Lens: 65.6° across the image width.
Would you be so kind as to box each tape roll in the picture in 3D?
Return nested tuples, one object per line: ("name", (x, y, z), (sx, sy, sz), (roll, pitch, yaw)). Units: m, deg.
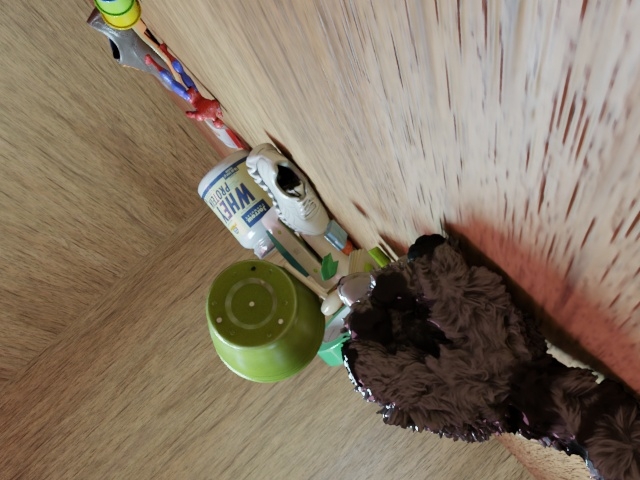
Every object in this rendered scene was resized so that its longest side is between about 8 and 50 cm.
("tape roll", (0.116, 0.316, 1.822), (0.077, 0.321, 0.321), (48, 176, -9))

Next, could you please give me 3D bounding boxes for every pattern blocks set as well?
("pattern blocks set", (0.121, 0.111, 0.962), (0.325, 0.026, 0.285), (38, -148, -28))

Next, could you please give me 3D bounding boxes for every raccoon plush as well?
("raccoon plush", (0.201, 0.179, 0.675), (0.446, 0.216, 0.299), (45, -177, 16))

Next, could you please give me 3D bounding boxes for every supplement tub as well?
("supplement tub", (-0.233, -0.122, 1.699), (0.325, 0.235, 0.235), (50, 176, 1))

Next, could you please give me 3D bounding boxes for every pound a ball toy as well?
("pound a ball toy", (-0.012, 0.017, 1.351), (0.319, 0.136, 0.208), (47, -149, -2))

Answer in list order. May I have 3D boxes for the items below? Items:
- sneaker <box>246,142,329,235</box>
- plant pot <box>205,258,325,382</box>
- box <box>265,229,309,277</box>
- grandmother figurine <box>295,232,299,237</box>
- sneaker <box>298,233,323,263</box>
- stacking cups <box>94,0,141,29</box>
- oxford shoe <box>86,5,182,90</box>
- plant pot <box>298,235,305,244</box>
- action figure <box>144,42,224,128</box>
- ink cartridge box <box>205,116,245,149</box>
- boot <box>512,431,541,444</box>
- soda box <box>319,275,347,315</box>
("sneaker", (-0.060, -0.106, 1.204), (0.118, 0.110, 0.292), (26, 162, 50))
("plant pot", (-0.170, 0.211, 1.424), (0.366, 0.366, 0.353), (46, 168, 14))
("box", (-0.084, 0.034, 1.553), (0.100, 0.060, 0.244), (54, 180, 26))
("grandmother figurine", (-0.106, -0.047, 1.890), (0.342, 0.208, 0.104), (57, -143, -20))
("sneaker", (0.000, 0.000, 1.540), (0.281, 0.106, 0.162), (48, 173, -5))
("stacking cups", (-0.454, -0.551, 1.022), (0.096, 0.096, 0.316), (47, 174, -3))
("oxford shoe", (-0.557, -0.572, 1.512), (0.130, 0.133, 0.364), (43, 175, 32))
("plant pot", (-0.021, -0.008, 1.696), (0.134, 0.095, 0.134), (47, 175, 5))
("action figure", (-0.381, -0.424, 1.454), (0.280, 0.091, 0.139), (48, 169, 1))
("ink cartridge box", (-0.341, -0.375, 1.813), (0.179, 0.045, 0.145), (48, 177, 21))
("boot", (0.417, 0.347, 0.962), (0.207, 0.090, 0.248), (35, 177, -18))
("soda box", (0.083, 0.150, 1.550), (0.058, 0.181, 0.061), (46, 175, 19))
